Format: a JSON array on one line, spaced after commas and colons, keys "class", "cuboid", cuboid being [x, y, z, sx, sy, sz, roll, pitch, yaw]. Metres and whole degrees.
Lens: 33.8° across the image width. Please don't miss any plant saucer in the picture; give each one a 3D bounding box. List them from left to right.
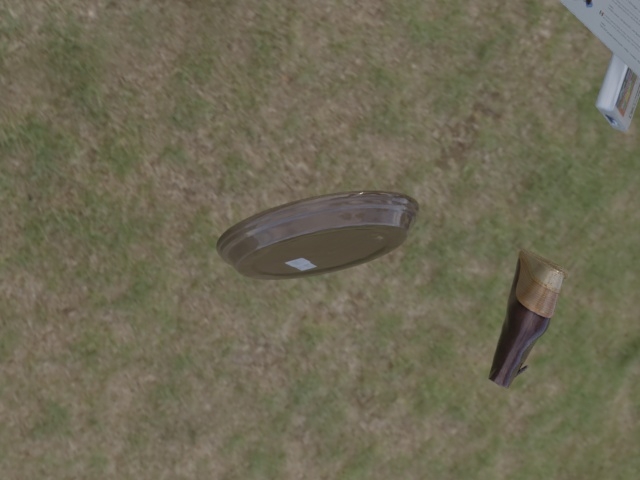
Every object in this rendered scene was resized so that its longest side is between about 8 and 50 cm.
[{"class": "plant saucer", "cuboid": [0.000, 0.000, 1.407, 0.277, 0.041, 0.278, -11, 165, -3]}]

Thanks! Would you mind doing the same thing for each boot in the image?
[{"class": "boot", "cuboid": [0.324, 0.125, 1.724, 0.090, 0.248, 0.207, 27, 98, 6]}]

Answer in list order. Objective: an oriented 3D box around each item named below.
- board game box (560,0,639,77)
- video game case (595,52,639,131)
[{"class": "board game box", "cuboid": [0.323, -0.254, 0.961, 0.053, 0.305, 0.193, 3, 127, -25]}, {"class": "video game case", "cuboid": [0.353, -0.229, 1.165, 0.183, 0.023, 0.201, 4, 105, -69]}]
